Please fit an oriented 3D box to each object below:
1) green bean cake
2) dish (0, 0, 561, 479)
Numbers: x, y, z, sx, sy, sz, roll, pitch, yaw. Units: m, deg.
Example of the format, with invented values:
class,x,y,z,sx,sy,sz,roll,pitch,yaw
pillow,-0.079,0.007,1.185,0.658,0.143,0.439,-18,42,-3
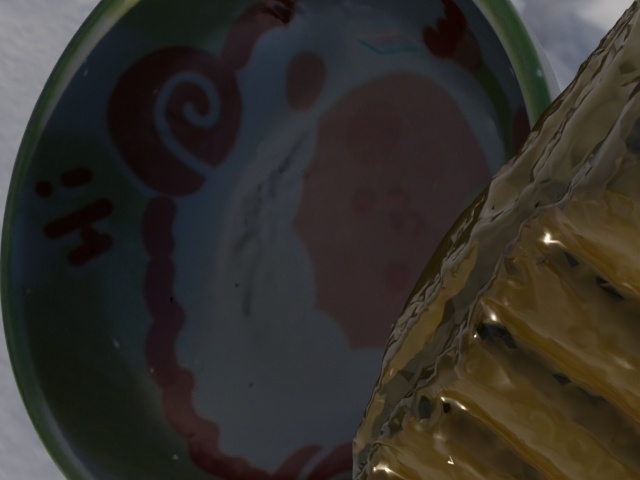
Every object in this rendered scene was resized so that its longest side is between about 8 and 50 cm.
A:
class,x,y,z,sx,sy,sz,roll,pitch,yaw
green bean cake,0.115,0.006,0.594,0.224,0.131,0.229,-52,175,-49
dish,0.000,0.000,0.910,0.124,0.324,0.324,18,100,-54
